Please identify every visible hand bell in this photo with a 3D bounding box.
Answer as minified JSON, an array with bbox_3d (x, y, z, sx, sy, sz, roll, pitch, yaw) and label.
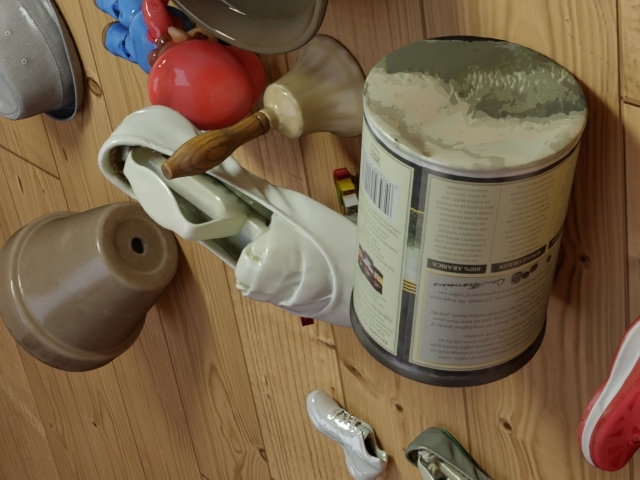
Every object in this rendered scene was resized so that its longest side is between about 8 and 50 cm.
[{"bbox_3d":[-0.074,-0.124,1.410,0.126,0.242,0.126,38,144,34],"label":"hand bell"}]

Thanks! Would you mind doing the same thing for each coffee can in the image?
[{"bbox_3d":[0.134,-0.025,1.220,0.201,0.201,0.275,39,143,33],"label":"coffee can"}]

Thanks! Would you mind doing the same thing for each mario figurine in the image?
[{"bbox_3d":[-0.160,-0.241,1.606,0.198,0.170,0.320,38,-176,-45],"label":"mario figurine"}]

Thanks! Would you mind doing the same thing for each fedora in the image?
[{"bbox_3d":[-0.490,-0.299,2.012,0.243,0.124,0.276,-10,107,58],"label":"fedora"}]

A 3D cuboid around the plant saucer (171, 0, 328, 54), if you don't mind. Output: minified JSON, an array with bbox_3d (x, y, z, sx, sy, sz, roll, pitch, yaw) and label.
[{"bbox_3d":[-0.096,-0.306,1.252,0.277,0.041,0.278,31,150,20],"label":"plant saucer"}]

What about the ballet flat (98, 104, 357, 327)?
[{"bbox_3d":[-0.087,-0.009,1.419,0.400,0.139,0.139,35,144,15],"label":"ballet flat"}]

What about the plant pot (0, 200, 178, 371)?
[{"bbox_3d":[-0.346,0.049,2.005,0.229,0.263,0.263,-30,90,44],"label":"plant pot"}]

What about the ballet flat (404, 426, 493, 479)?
[{"bbox_3d":[0.187,0.316,1.568,0.213,0.068,0.072,41,145,30],"label":"ballet flat"}]

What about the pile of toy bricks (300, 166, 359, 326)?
[{"bbox_3d":[0.000,0.000,1.562,0.212,0.118,0.105,82,174,-46],"label":"pile of toy bricks"}]

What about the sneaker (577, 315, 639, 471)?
[{"bbox_3d":[0.327,0.174,1.216,0.128,0.087,0.221,42,147,32],"label":"sneaker"}]

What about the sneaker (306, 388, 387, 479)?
[{"bbox_3d":[0.041,0.262,1.772,0.152,0.053,0.061,51,134,11],"label":"sneaker"}]
